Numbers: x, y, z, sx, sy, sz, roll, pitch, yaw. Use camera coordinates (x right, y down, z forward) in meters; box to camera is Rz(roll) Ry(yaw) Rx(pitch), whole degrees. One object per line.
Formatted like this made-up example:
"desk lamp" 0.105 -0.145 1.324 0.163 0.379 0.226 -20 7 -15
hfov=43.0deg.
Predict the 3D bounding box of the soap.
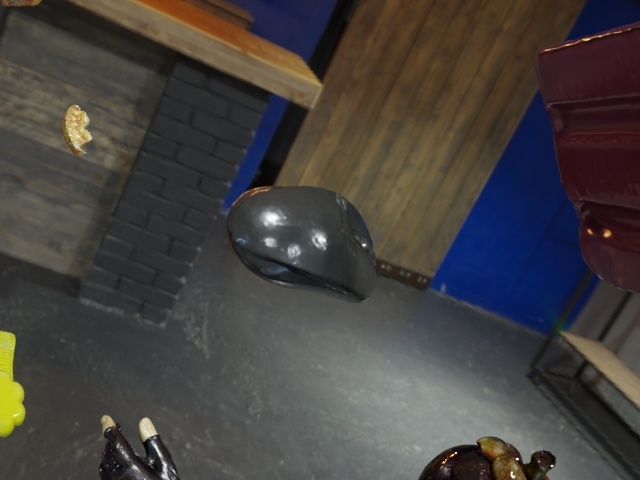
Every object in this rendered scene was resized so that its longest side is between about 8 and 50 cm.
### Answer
"soap" 0.298 -0.060 0.598 0.128 0.233 0.359 -18 9 -4

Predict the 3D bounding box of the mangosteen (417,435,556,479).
"mangosteen" 0.270 0.404 1.267 0.211 0.250 0.211 38 26 -22

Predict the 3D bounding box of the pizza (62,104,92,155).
"pizza" -0.316 -0.142 1.055 0.037 0.016 0.083 -1 60 -28

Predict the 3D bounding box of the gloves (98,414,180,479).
"gloves" -0.328 0.373 1.359 0.181 0.129 0.106 48 33 14

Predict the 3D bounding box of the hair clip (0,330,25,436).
"hair clip" -0.484 0.217 1.233 0.072 0.046 0.173 14 41 -34

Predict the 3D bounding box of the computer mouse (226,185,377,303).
"computer mouse" 0.000 0.000 1.072 0.269 0.086 0.138 17 63 -46

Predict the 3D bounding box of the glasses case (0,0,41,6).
"glasses case" -0.332 -0.359 0.841 0.049 0.218 0.075 1 45 2
